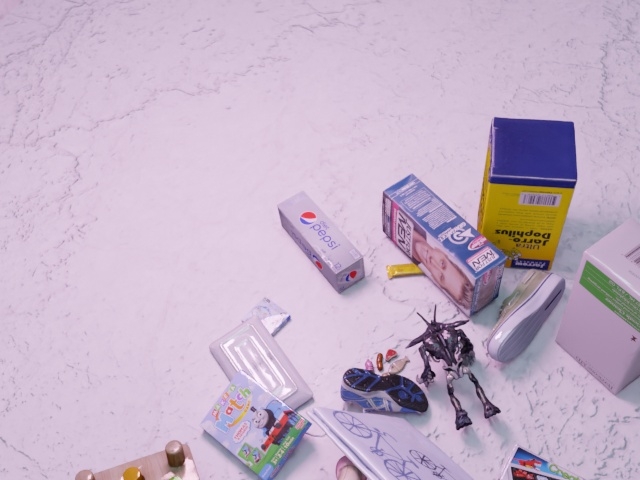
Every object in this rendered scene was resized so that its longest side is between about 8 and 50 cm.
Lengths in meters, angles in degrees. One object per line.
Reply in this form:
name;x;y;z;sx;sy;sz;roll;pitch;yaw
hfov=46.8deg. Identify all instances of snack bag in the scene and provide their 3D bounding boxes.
snack bag;0.174;0.444;1.480;0.323;0.343;0.037;36;100;41

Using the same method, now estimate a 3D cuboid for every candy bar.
candy bar;0.253;0.075;1.931;0.162;0.018;0.040;-5;54;1

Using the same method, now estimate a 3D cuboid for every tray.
tray;-0.148;0.307;1.776;0.145;0.030;0.270;-33;59;-12

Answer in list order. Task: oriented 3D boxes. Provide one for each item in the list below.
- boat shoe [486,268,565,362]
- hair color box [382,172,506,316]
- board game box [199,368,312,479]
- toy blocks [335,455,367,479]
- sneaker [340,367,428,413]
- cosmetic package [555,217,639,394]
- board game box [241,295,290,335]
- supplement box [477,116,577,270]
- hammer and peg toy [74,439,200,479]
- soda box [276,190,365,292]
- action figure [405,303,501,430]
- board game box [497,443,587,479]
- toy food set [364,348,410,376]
boat shoe;0.483;0.179;1.793;0.094;0.109;0.302;22;48;39
hair color box;0.300;0.008;1.856;0.105;0.173;0.347;-32;56;-18
board game box;-0.149;0.417;1.676;0.212;0.039;0.160;32;80;27
toy blocks;0.079;0.610;1.451;0.309;0.260;0.288;43;96;5
sneaker;0.145;0.355;1.701;0.211;0.081;0.080;18;39;-3
cosmetic package;0.663;0.152;1.616;0.155;0.365;0.197;-32;54;-19
board game box;-0.138;0.198;1.876;0.090;0.020;0.090;34;63;26
supplement box;0.500;-0.108;1.832;0.196;0.356;0.194;4;53;9
hammer and peg toy;-0.337;0.577;1.421;0.266;0.127;0.361;-15;43;-16
soda box;0.000;0.000;1.962;0.091;0.098;0.286;-31;56;-16
action figure;0.296;0.290;1.695;0.164;0.141;0.275;-20;70;-7
board game box;0.500;0.575;1.510;0.305;0.053;0.193;25;60;22
toy food set;0.148;0.301;1.771;0.078;0.019;0.122;37;64;28
